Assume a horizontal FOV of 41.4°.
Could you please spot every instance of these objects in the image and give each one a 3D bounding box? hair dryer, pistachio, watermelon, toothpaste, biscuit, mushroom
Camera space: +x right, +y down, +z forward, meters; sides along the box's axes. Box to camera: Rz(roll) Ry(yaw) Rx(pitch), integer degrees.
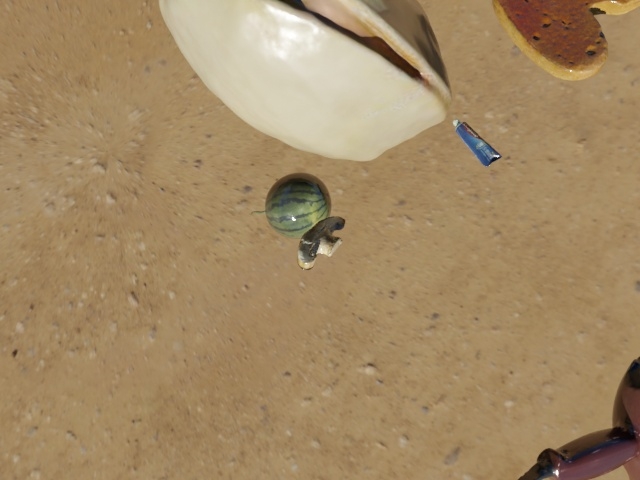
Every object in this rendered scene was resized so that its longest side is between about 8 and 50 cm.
[{"bbox_3d":[0.404,0.341,1.207,0.340,0.123,0.313,-10,107,-30],"label":"hair dryer"},{"bbox_3d":[-0.011,-0.269,1.137,0.445,0.365,0.282,27,89,-39],"label":"pistachio"},{"bbox_3d":[-0.048,-0.053,1.359,0.133,0.105,0.105,-13,99,8],"label":"watermelon"},{"bbox_3d":[0.202,-0.130,1.109,0.027,0.019,0.083,-35,65,-4],"label":"toothpaste"},{"bbox_3d":[0.454,-0.413,1.484,0.277,0.052,0.262,-32,66,-9],"label":"biscuit"},{"bbox_3d":[0.000,0.000,1.128,0.049,0.019,0.101,26,52,15],"label":"mushroom"}]
